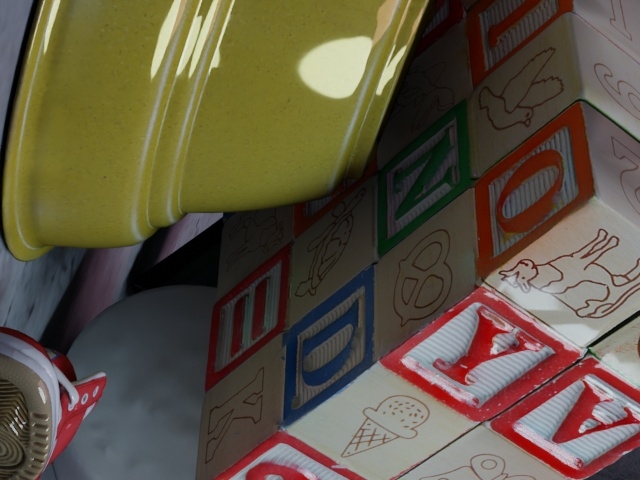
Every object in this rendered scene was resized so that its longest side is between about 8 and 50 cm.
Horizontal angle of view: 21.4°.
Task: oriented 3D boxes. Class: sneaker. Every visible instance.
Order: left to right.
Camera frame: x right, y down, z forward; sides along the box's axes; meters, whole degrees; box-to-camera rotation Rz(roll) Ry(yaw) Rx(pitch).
[{"bbox_3d":[-0.084,0.040,0.459,0.067,0.042,0.118,-62,-178,-37],"label":"sneaker"}]

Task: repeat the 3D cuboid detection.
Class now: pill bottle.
[{"bbox_3d":[-0.066,0.121,0.685,0.221,0.121,0.121,109,3,-52],"label":"pill bottle"}]

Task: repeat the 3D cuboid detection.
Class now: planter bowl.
[{"bbox_3d":[-0.010,-0.079,0.510,0.217,0.090,0.217,21,90,-89],"label":"planter bowl"}]

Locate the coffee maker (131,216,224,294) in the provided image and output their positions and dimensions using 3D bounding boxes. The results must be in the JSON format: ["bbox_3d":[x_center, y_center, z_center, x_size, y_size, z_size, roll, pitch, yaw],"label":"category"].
[{"bbox_3d":[0.000,0.000,0.814,0.178,0.171,0.120,-39,147,-7],"label":"coffee maker"}]

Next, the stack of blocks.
[{"bbox_3d":[0.050,-0.046,0.610,0.171,0.087,0.297,-39,-149,31],"label":"stack of blocks"}]
